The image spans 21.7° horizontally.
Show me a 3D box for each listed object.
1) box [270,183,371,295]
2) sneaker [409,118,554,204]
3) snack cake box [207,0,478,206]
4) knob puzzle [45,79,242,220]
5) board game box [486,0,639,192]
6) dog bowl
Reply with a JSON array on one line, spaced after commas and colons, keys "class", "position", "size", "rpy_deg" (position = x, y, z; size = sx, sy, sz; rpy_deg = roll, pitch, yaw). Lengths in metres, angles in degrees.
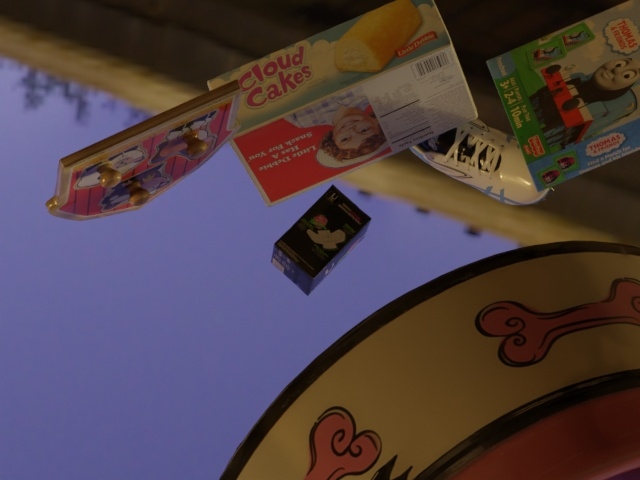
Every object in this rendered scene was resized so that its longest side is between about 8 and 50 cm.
[{"class": "box", "position": [0.000, 0.000, 1.578], "size": [0.052, 0.062, 0.083], "rpy_deg": [43, -106, 8]}, {"class": "sneaker", "position": [0.174, -0.104, 1.947], "size": [0.086, 0.085, 0.237], "rpy_deg": [3, -159, -47]}, {"class": "snack cake box", "position": [0.027, -0.155, 1.849], "size": [0.264, 0.152, 0.089], "rpy_deg": [-23, -122, 4]}, {"class": "knob puzzle", "position": [-0.152, -0.059, 1.485], "size": [0.213, 0.213, 0.030], "rpy_deg": [-18, -107, -44]}, {"class": "board game box", "position": [0.254, -0.136, 1.373], "size": [0.211, 0.039, 0.160], "rpy_deg": [-22, -143, 8]}, {"class": "dog bowl", "position": [0.134, 0.210, 1.023], "size": [0.408, 0.408, 0.150], "rpy_deg": [-3, -146, -26]}]
